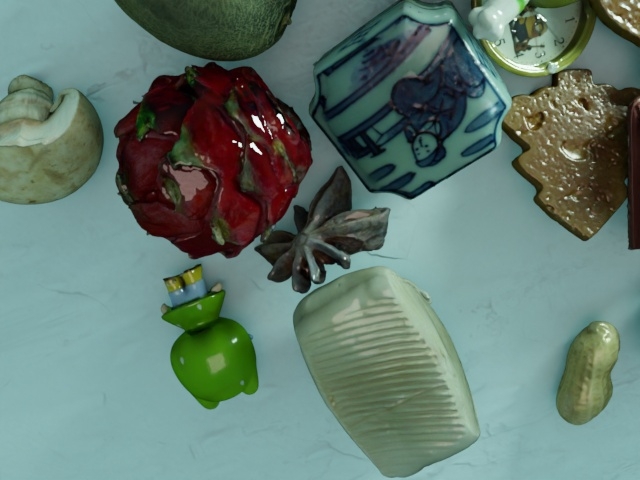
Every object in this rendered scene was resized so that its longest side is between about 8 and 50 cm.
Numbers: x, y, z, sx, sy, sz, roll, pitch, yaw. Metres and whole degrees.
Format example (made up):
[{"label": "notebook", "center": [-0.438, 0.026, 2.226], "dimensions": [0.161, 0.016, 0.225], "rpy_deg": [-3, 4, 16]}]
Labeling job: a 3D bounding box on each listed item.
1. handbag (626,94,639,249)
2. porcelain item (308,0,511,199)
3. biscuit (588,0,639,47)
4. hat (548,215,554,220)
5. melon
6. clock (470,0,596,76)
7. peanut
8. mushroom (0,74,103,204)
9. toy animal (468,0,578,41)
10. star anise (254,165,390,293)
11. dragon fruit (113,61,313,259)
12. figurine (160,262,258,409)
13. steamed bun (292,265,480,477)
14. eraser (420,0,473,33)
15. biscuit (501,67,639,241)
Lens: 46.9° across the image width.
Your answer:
[{"label": "handbag", "center": [0.637, -0.124, 1.262], "dimensions": [0.260, 0.084, 0.275], "rpy_deg": [-11, 107, -26]}, {"label": "porcelain item", "center": [0.144, -0.230, 1.207], "dimensions": [0.281, 0.157, 0.286], "rpy_deg": [-30, 110, 23]}, {"label": "biscuit", "center": [0.625, -0.424, 1.219], "dimensions": [0.394, 0.070, 0.350], "rpy_deg": [23, 98, -7]}, {"label": "hat", "center": [0.470, -0.089, 1.324], "dimensions": [0.146, 0.067, 0.146], "rpy_deg": [0, 106, 0]}, {"label": "melon", "center": [-0.191, -0.417, 1.148], "dimensions": [0.329, 0.248, 0.248], "rpy_deg": [25, 104, -3]}, {"label": "clock", "center": [0.350, -0.389, 1.232], "dimensions": [0.237, 0.057, 0.237], "rpy_deg": [-2, 98, -15]}, {"label": "peanut", "center": [0.514, 0.254, 1.408], "dimensions": [0.099, 0.090, 0.214], "rpy_deg": [11, 107, 10]}, {"label": "mushroom", "center": [-0.494, -0.161, 1.269], "dimensions": [0.254, 0.195, 0.189], "rpy_deg": [-11, 138, -3]}, {"label": "toy animal", "center": [0.365, -0.427, 1.092], "dimensions": [0.180, 0.181, 0.362], "rpy_deg": [26, 95, 7]}, {"label": "star anise", "center": [0.004, -0.003, 1.294], "dimensions": [0.257, 0.198, 0.111], "rpy_deg": [-40, 134, 12]}, {"label": "dragon fruit", "center": [-0.174, -0.131, 1.196], "dimensions": [0.329, 0.329, 0.329], "rpy_deg": [0, 106, 0]}, {"label": "figurine", "center": [-0.213, 0.180, 1.375], "dimensions": [0.162, 0.143, 0.263], "rpy_deg": [-22, 94, 0]}, {"label": "steamed bun", "center": [0.121, 0.212, 1.330], "dimensions": [0.247, 0.236, 0.383], "rpy_deg": [-28, 104, 16]}, {"label": "eraser", "center": [0.207, -0.372, 1.248], "dimensions": [0.105, 0.065, 0.026], "rpy_deg": [26, 103, -8]}, {"label": "biscuit", "center": [0.438, -0.148, 1.279], "dimensions": [0.278, 0.043, 0.301], "rpy_deg": [1, 85, -1]}]
